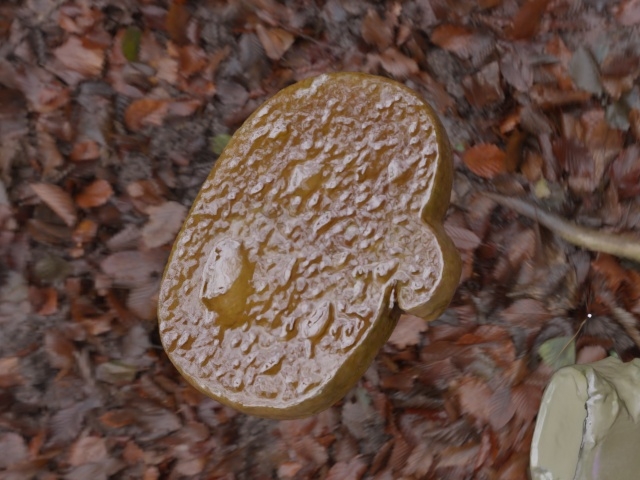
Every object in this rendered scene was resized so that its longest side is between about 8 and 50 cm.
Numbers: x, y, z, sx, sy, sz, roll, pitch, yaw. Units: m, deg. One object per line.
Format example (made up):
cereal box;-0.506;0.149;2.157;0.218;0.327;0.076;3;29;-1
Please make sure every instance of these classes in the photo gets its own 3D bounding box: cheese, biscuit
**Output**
cheese;0.296;0.195;0.967;0.091;0.202;0.176;25;112;53
biscuit;0.001;0.001;0.965;0.314;0.063;0.368;17;73;33
